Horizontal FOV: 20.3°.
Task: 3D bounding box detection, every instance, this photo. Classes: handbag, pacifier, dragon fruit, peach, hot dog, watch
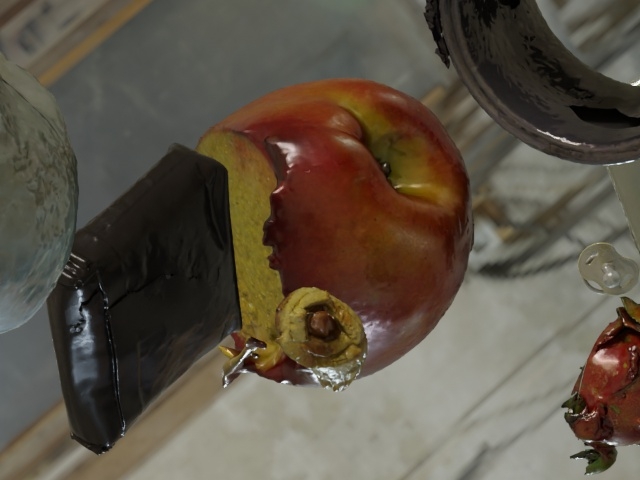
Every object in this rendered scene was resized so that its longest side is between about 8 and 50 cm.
[{"bbox_3d":[-0.160,0.057,1.674,0.080,0.223,0.247,21,137,25],"label":"handbag"},{"bbox_3d":[0.369,0.045,2.308,0.083,0.068,0.064,35,-161,-7],"label":"pacifier"},{"bbox_3d":[0.281,0.119,1.552,0.175,0.138,0.142,-16,109,39],"label":"dragon fruit"},{"bbox_3d":[0.018,-0.011,2.082,0.406,0.310,0.335,112,142,-55],"label":"peach"},{"bbox_3d":[0.012,0.091,1.638,0.061,0.078,0.169,7,163,21],"label":"hot dog"},{"bbox_3d":[0.262,-0.260,1.677,0.335,0.314,0.327,46,133,4],"label":"watch"}]

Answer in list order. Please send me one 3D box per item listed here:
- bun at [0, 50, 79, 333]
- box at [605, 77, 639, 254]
[{"bbox_3d":[-0.313,-0.042,0.973,0.354,0.354,0.194,120,151,-84],"label":"bun"},{"bbox_3d":[0.554,-0.065,2.178,0.090,0.367,0.373,27,-137,-73],"label":"box"}]
